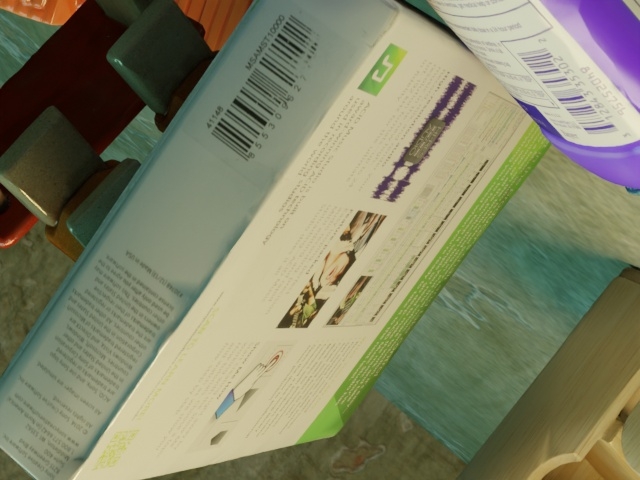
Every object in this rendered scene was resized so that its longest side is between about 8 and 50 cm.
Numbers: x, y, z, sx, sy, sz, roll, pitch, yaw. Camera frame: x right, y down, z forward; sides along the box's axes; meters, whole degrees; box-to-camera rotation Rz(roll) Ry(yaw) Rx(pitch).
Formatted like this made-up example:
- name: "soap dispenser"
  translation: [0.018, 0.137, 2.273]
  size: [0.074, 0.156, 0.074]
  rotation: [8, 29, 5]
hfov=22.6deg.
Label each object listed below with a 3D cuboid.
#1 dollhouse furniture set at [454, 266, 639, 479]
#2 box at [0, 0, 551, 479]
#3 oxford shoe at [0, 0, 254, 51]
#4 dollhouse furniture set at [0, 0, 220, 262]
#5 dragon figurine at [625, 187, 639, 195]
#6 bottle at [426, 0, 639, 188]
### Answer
- name: "dollhouse furniture set"
  translation: [0.260, 0.205, 0.895]
  size: [0.362, 0.256, 0.394]
  rotation: [46, 169, -33]
- name: "box"
  translation: [0.000, 0.000, 0.749]
  size: [0.058, 0.232, 0.322]
  rotation: [39, -170, 19]
- name: "oxford shoe"
  translation: [-0.069, -0.158, 1.027]
  size: [0.364, 0.130, 0.133]
  rotation: [31, -158, 10]
- name: "dollhouse furniture set"
  translation: [-0.096, -0.106, 0.816]
  size: [0.262, 0.259, 0.135]
  rotation: [34, 166, 36]
- name: "dragon figurine"
  translation: [0.239, 0.020, 0.630]
  size: [0.289, 0.085, 0.144]
  rotation: [33, 169, 42]
- name: "bottle"
  translation: [0.055, -0.139, 0.581]
  size: [0.283, 0.092, 0.118]
  rotation: [44, 175, -22]
